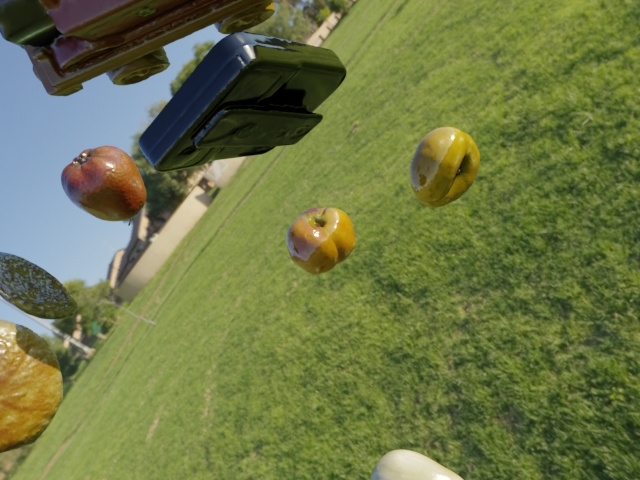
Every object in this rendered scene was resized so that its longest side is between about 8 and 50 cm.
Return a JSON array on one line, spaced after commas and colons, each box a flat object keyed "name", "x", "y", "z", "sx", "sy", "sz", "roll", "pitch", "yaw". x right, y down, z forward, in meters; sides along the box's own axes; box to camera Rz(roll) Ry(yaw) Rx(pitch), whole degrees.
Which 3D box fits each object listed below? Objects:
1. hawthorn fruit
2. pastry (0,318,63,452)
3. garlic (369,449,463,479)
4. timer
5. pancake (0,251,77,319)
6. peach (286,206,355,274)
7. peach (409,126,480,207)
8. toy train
[{"name": "hawthorn fruit", "x": -0.443, "y": -0.101, "z": 1.049, "sx": 0.163, "sy": 0.203, "sz": 0.162, "roll": -18, "pitch": 44, "yaw": 19}, {"name": "pastry", "x": -0.737, "y": 0.322, "z": 1.077, "sx": 0.136, "sy": 0.329, "sz": 0.329, "roll": -20, "pitch": 32, "yaw": 44}, {"name": "garlic", "x": 0.260, "y": 0.686, "z": 1.222, "sx": 0.313, "sy": 0.250, "sz": 0.285, "roll": -11, "pitch": 63, "yaw": 51}, {"name": "timer", "x": -0.059, "y": -0.119, "z": 0.453, "sx": 0.144, "sy": 0.055, "sz": 0.187, "roll": -37, "pitch": -5, "yaw": 32}, {"name": "pancake", "x": -0.324, "y": 0.050, "z": 0.546, "sx": 0.011, "sy": 0.115, "sz": 0.115, "roll": -45, "pitch": 11, "yaw": 1}, {"name": "peach", "x": 0.000, "y": 0.000, "z": 0.971, "sx": 0.138, "sy": 0.138, "sz": 0.138, "roll": -50, "pitch": 12, "yaw": 14}, {"name": "peach", "x": 0.260, "y": -0.153, "z": 1.032, "sx": 0.103, "sy": 0.179, "sz": 0.179, "roll": 36, "pitch": 90, "yaw": 38}, {"name": "toy train", "x": -0.165, "y": -0.281, "z": 0.478, "sx": 0.370, "sy": 0.163, "sz": 0.231, "roll": -20, "pitch": 11, "yaw": 8}]
